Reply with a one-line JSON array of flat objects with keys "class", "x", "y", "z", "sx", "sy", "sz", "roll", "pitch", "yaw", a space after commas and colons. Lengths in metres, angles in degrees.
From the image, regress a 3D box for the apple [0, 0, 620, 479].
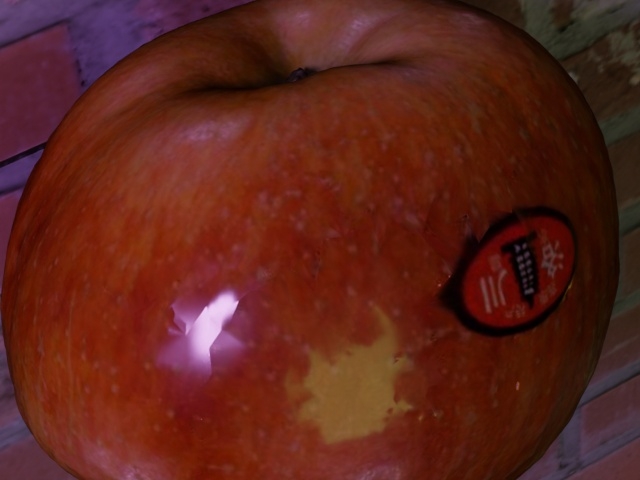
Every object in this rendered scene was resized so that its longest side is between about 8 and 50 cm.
[{"class": "apple", "x": 0.000, "y": 0.000, "z": 0.848, "sx": 0.309, "sy": 0.277, "sz": 0.250, "roll": -21, "pitch": 130, "yaw": -60}]
